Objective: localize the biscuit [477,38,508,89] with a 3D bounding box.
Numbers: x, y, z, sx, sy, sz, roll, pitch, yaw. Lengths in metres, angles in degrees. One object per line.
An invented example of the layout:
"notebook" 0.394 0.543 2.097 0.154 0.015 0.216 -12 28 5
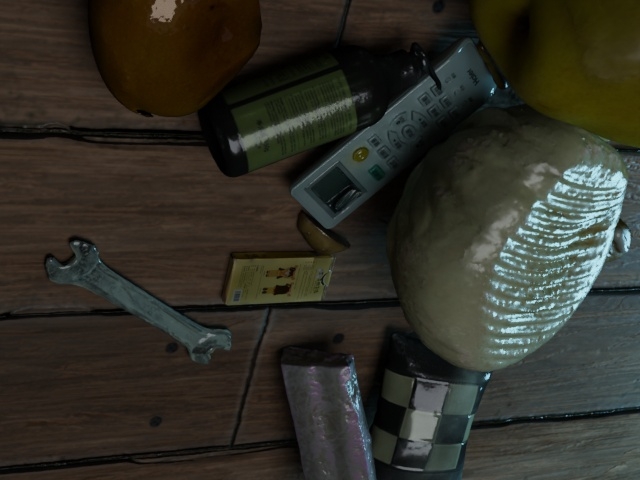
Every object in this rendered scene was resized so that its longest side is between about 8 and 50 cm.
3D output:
"biscuit" 0.223 -0.243 1.527 0.083 0.018 0.081 51 50 -42

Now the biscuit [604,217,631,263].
"biscuit" 0.330 0.052 1.801 0.301 0.049 0.197 -39 129 3

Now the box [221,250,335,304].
"box" -0.055 0.049 1.610 0.149 0.020 0.073 0 121 -28

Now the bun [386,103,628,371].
"bun" 0.226 -0.015 1.583 0.365 0.219 0.365 -28 139 -28

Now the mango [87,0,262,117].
"mango" -0.164 -0.224 1.284 0.166 0.136 0.236 -33 145 -19

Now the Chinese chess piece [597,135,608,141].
"Chinese chess piece" 0.394 -0.176 1.680 0.084 0.034 0.084 -14 128 -18

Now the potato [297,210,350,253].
"potato" 0.001 0.001 1.595 0.036 0.037 0.093 -45 132 13

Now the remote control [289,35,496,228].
"remote control" 0.091 -0.137 1.536 0.293 0.051 0.103 -41 137 4

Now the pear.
"pear" 0.385 -0.280 1.390 0.418 0.362 0.362 -15 128 -21

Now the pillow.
"pillow" 0.154 0.255 1.800 0.186 0.106 0.250 10 104 -23

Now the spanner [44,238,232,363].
"spanner" -0.225 0.083 1.546 0.071 0.017 0.302 -45 130 8

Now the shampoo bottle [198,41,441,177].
"shampoo bottle" 0.002 -0.166 1.435 0.283 0.101 0.101 -22 130 -13

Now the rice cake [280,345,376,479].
"rice cake" 0.018 0.287 1.725 0.106 0.050 0.298 -4 114 13
